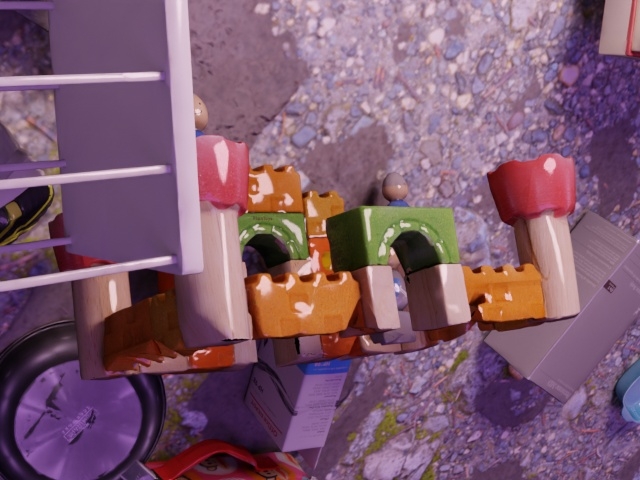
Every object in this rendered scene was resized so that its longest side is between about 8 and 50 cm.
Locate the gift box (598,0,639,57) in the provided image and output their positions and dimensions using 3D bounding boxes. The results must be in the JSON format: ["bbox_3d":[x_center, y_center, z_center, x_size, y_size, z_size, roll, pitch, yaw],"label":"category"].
[{"bbox_3d":[0.477,-0.322,1.185,0.255,0.258,0.277,7,94,-34],"label":"gift box"}]

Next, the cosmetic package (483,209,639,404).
[{"bbox_3d":[0.351,0.093,1.460,0.127,0.107,0.238,31,95,-45],"label":"cosmetic package"}]

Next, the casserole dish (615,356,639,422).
[{"bbox_3d":[0.541,0.211,1.706,0.188,0.037,0.114,-43,133,-2],"label":"casserole dish"}]

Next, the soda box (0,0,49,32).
[{"bbox_3d":[-0.232,-0.213,0.908,0.169,0.053,0.060,30,99,-42],"label":"soda box"}]

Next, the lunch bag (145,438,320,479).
[{"bbox_3d":[-0.140,0.359,1.299,0.293,0.120,0.258,0,113,-33],"label":"lunch bag"}]

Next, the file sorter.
[{"bbox_3d":[-0.211,-0.112,0.758,0.173,0.192,0.278,-8,99,-38],"label":"file sorter"}]

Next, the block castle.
[{"bbox_3d":[0.000,0.000,1.018,0.453,0.303,0.213,-1,78,-35],"label":"block castle"}]

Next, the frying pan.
[{"bbox_3d":[-0.235,0.241,1.124,0.197,0.053,0.326,-23,103,-17],"label":"frying pan"}]

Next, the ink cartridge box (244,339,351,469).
[{"bbox_3d":[-0.031,0.174,1.253,0.060,0.104,0.180,0,117,-34],"label":"ink cartridge box"}]

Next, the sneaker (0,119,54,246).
[{"bbox_3d":[-0.419,0.013,0.885,0.384,0.145,0.147,-34,90,-17],"label":"sneaker"}]
